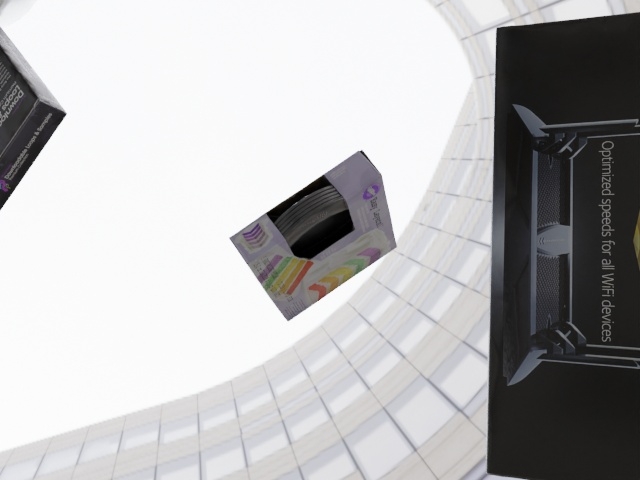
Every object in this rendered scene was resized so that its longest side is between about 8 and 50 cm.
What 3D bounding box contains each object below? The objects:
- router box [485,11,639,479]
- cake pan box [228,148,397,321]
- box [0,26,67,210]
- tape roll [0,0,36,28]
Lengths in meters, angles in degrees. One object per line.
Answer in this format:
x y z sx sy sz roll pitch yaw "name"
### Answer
0.238 0.006 0.432 0.243 0.081 0.308 1 -97 22 "router box"
0.000 0.000 1.076 0.246 0.267 0.070 -35 -118 -8 "cake pan box"
-0.264 -0.096 0.505 0.116 0.162 0.029 -51 -35 11 "box"
-0.448 -0.355 0.717 0.286 0.100 0.286 4 -59 6 "tape roll"
